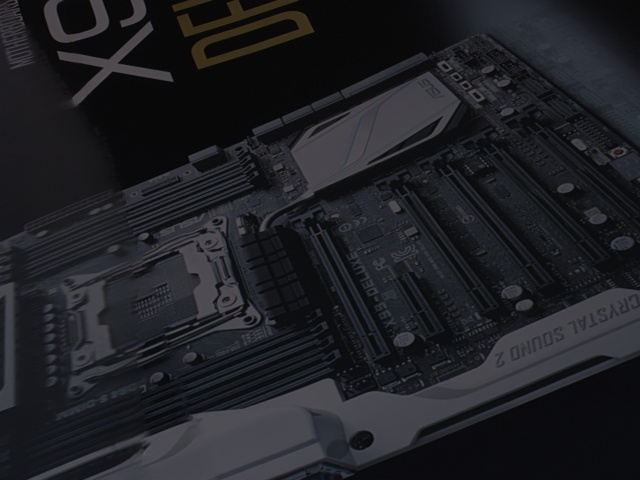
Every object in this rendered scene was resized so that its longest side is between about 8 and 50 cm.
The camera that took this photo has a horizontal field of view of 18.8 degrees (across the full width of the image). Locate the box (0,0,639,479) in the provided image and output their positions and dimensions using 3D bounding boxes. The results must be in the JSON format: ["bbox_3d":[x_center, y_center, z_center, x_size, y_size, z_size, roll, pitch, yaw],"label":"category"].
[{"bbox_3d":[0.000,0.000,0.521,0.242,0.076,0.307,-18,39,-4],"label":"box"}]
